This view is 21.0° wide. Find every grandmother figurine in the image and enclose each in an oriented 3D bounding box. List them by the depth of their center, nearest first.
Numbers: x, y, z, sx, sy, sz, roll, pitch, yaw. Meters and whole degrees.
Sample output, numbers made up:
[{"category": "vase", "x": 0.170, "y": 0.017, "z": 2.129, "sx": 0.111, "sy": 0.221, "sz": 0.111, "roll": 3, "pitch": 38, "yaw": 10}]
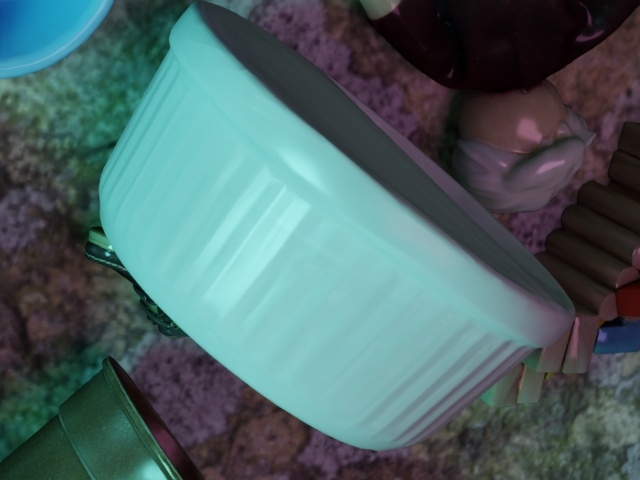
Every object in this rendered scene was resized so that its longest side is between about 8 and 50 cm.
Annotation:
[{"category": "grandmother figurine", "x": 0.114, "y": -0.171, "z": 1.047, "sx": 0.207, "sy": 0.104, "sz": 0.342, "roll": -6, "pitch": 118, "yaw": 2}]

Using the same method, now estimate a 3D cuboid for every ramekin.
[{"category": "ramekin", "x": 0.000, "y": 0.000, "z": 0.953, "sx": 0.273, "sy": 0.273, "sz": 0.127, "roll": 32, "pitch": 103, "yaw": -35}]

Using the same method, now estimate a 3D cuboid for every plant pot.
[{"category": "plant pot", "x": -0.143, "y": 0.182, "z": 1.004, "sx": 0.165, "sy": 0.167, "sz": 0.167, "roll": -35, "pitch": 123, "yaw": -5}]

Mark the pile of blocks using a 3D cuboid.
[{"category": "pile of blocks", "x": 0.254, "y": -0.005, "z": 1.176, "sx": 0.362, "sy": 0.112, "sz": 0.149, "roll": -48, "pitch": 124, "yaw": -4}]

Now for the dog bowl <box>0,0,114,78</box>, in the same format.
[{"category": "dog bowl", "x": -0.222, "y": -0.186, "z": 0.860, "sx": 0.297, "sy": 0.074, "sz": 0.166, "roll": 30, "pitch": 92, "yaw": -35}]

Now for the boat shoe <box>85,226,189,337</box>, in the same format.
[{"category": "boat shoe", "x": -0.081, "y": 0.036, "z": 1.037, "sx": 0.152, "sy": 0.056, "sz": 0.049, "roll": 27, "pitch": 90, "yaw": -34}]
